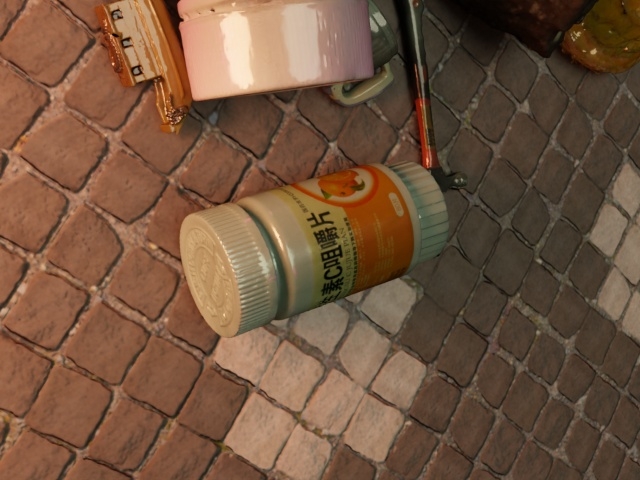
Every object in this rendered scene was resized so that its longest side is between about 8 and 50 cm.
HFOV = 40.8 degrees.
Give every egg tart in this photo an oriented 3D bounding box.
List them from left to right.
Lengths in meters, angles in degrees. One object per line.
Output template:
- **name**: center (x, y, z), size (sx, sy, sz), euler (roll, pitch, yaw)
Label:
- **egg tart**: center (0.479, -0.407, 1.367), size (0.288, 0.118, 0.288), euler (0, 90, -33)

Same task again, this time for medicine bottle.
- **medicine bottle**: center (-0.062, -0.326, 0.950), size (0.256, 0.256, 0.324), euler (-12, 101, -30)
- **medicine bottle**: center (0.000, 0.000, 1.078), size (0.318, 0.158, 0.158), euler (-18, 104, -30)

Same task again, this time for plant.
- **plant**: center (0.258, -0.421, 1.179), size (0.312, 0.213, 0.215), euler (36, 72, 8)

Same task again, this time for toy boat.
- **toy boat**: center (-0.203, -0.217, 0.992), size (0.077, 0.057, 0.200), euler (-26, 108, -22)

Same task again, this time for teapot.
- **teapot**: center (0.032, -0.251, 1.124), size (0.108, 0.149, 0.111), euler (-37, 74, -5)

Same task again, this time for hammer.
- **hammer**: center (0.145, -0.203, 1.222), size (0.111, 0.033, 0.287), euler (-15, 102, -31)
